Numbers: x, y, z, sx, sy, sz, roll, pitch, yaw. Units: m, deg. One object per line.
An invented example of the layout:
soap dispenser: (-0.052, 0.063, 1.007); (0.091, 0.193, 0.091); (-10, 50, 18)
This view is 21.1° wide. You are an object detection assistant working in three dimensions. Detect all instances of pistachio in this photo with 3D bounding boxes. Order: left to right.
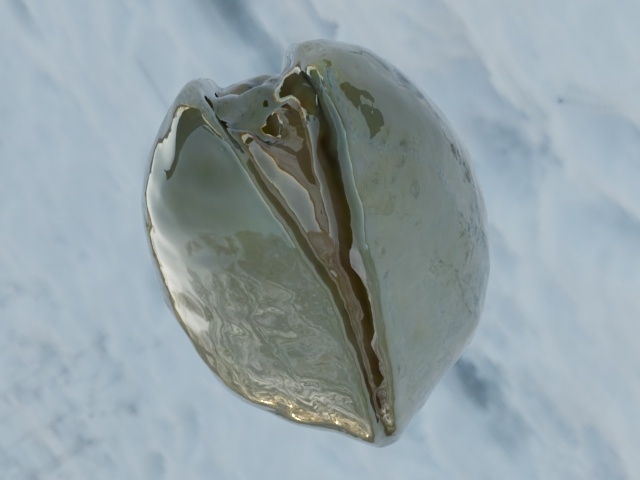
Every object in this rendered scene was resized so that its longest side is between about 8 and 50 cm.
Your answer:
pistachio: (0.000, 0.000, 0.602); (0.124, 0.124, 0.185); (41, 170, 27)
